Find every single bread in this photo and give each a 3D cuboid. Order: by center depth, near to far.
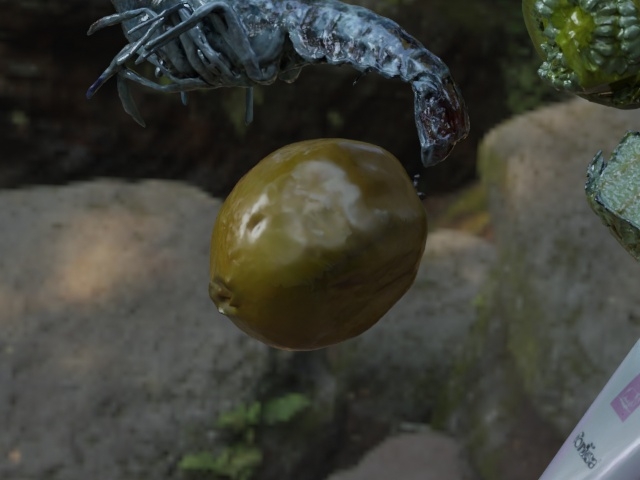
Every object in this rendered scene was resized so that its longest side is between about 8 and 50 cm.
[{"bbox_3d":[0.346,-0.026,1.730,0.156,0.103,0.110,51,-5,23],"label":"bread"}]

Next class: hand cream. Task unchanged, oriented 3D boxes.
[{"bbox_3d":[0.325,0.273,1.940,0.118,0.359,0.185,24,17,-19],"label":"hand cream"}]

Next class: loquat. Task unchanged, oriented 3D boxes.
[{"bbox_3d":[0.000,0.000,1.522,0.234,0.176,0.187,-32,-16,-21],"label":"loquat"}]

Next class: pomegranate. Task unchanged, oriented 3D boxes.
[{"bbox_3d":[0.392,-0.334,2.257,0.260,0.341,0.260,-10,26,5],"label":"pomegranate"}]

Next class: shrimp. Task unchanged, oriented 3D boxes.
[{"bbox_3d":[-0.060,-0.170,1.498,0.410,0.166,0.221,9,7,19],"label":"shrimp"}]
